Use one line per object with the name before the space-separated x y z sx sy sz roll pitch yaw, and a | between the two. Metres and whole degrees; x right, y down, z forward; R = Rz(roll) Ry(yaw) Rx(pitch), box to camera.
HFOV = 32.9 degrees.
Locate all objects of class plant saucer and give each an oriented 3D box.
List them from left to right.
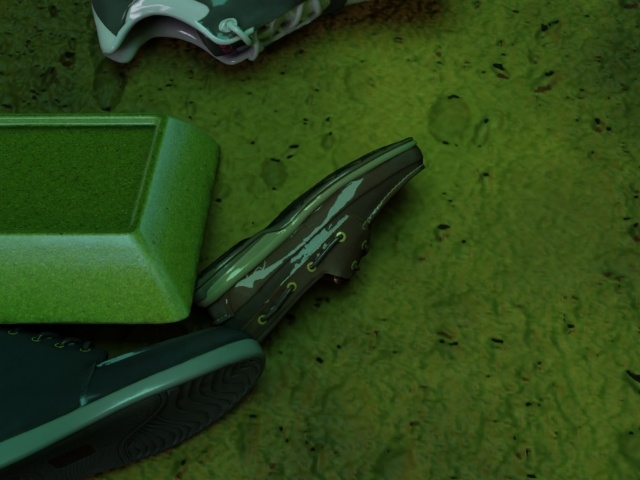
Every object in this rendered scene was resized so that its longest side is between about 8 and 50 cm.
plant saucer | -0.166 -0.027 0.679 0.189 0.045 0.188 -1 38 2

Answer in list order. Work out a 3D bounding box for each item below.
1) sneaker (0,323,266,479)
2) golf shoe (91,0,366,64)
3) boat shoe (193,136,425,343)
sneaker | -0.151 0.073 0.633 0.222 0.083 0.118 -22 60 -9
golf shoe | -0.032 -0.182 0.787 0.273 0.105 0.120 1 75 10
boat shoe | 0.000 0.000 0.690 0.178 0.064 0.060 -38 96 -15
